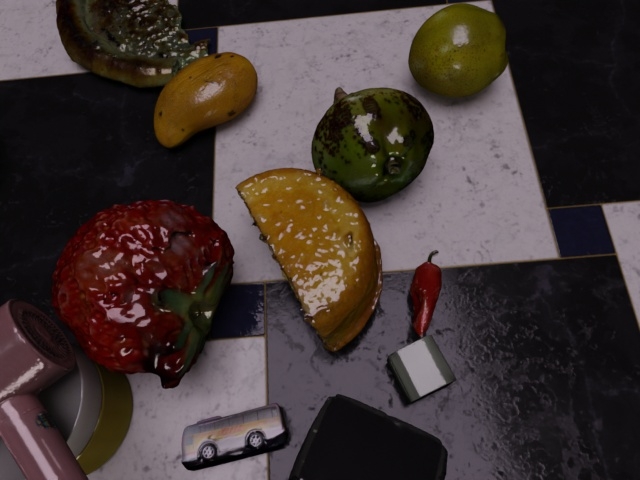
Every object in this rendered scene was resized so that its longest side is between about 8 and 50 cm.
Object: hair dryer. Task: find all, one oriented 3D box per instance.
[{"bbox_3d":[-0.386,0.273,0.634,0.210,0.125,0.352,-38,77,-10],"label":"hair dryer"}]

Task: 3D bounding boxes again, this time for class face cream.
[{"bbox_3d":[-0.439,0.270,0.792,0.218,0.179,0.218,-1,67,3],"label":"face cream"}]

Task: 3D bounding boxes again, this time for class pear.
[{"bbox_3d":[0.281,-0.389,1.015,0.198,0.198,0.198,-1,67,3],"label":"pear"}]

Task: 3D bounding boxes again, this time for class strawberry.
[{"bbox_3d":[-0.309,0.059,0.821,0.309,0.292,0.292,25,71,-1],"label":"strawberry"}]

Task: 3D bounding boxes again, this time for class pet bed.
[{"bbox_3d":[0.063,0.366,0.741,0.210,0.159,0.183,20,44,10],"label":"pet bed"}]

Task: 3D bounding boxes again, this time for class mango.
[{"bbox_3d":[-0.251,-0.306,1.058,0.262,0.109,0.157,-40,74,-10],"label":"mango"}]

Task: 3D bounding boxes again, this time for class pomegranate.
[{"bbox_3d":[0.089,-0.212,0.940,0.221,0.204,0.277,-2,68,-18],"label":"pomegranate"}]

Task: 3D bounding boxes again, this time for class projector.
[{"bbox_3d":[0.165,0.215,0.824,0.083,0.083,0.082,-24,68,-6],"label":"projector"}]

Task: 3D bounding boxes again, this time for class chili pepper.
[{"bbox_3d":[0.185,0.090,0.883,0.050,0.059,0.191,25,50,-8],"label":"chili pepper"}]

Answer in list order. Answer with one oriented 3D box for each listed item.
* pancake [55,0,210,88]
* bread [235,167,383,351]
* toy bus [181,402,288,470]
[{"bbox_3d":[-0.457,-0.506,1.181,0.304,0.067,0.427,-30,67,-10],"label":"pancake"},{"bbox_3d":[0.000,0.000,0.864,0.179,0.194,0.340,-30,65,-2],"label":"bread"},{"bbox_3d":[-0.141,0.321,0.818,0.171,0.057,0.072,-14,61,-3],"label":"toy bus"}]
